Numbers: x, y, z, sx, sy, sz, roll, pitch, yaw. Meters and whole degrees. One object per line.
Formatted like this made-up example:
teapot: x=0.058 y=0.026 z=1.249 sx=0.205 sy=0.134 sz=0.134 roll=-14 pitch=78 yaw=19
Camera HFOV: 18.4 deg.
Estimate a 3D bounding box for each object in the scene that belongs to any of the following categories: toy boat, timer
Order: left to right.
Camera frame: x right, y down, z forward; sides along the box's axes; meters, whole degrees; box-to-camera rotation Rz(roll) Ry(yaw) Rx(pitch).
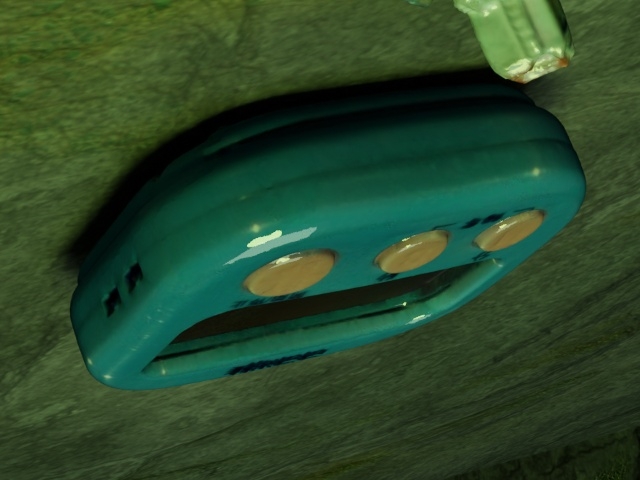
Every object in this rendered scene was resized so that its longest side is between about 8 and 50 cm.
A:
timer: x=0.000 y=0.000 z=1.393 sx=0.340 sy=0.115 sz=0.309 roll=-10 pitch=161 yaw=-30
toy boat: x=0.076 y=-0.149 z=0.990 sx=0.114 sy=0.115 sz=0.262 roll=-25 pitch=163 yaw=16
